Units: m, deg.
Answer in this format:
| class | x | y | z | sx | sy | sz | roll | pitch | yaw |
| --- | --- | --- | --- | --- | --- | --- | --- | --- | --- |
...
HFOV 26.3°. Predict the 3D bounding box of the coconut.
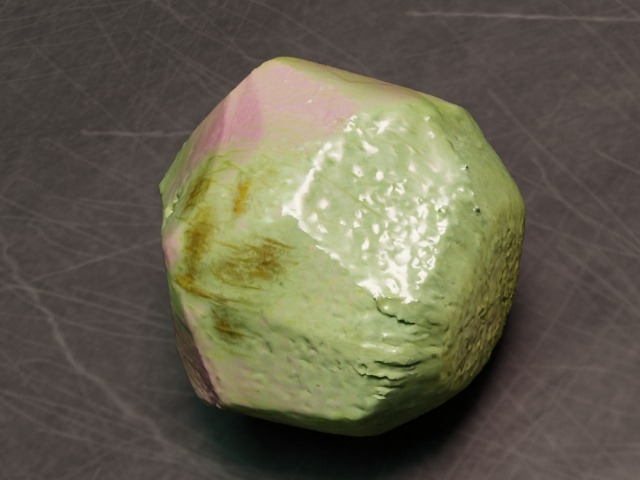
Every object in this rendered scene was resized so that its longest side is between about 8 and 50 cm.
| class | x | y | z | sx | sy | sz | roll | pitch | yaw |
| --- | --- | --- | --- | --- | --- | --- | --- | --- | --- |
| coconut | 0.000 | 0.000 | 0.825 | 0.236 | 0.236 | 0.204 | 11 | 22 | 27 |
